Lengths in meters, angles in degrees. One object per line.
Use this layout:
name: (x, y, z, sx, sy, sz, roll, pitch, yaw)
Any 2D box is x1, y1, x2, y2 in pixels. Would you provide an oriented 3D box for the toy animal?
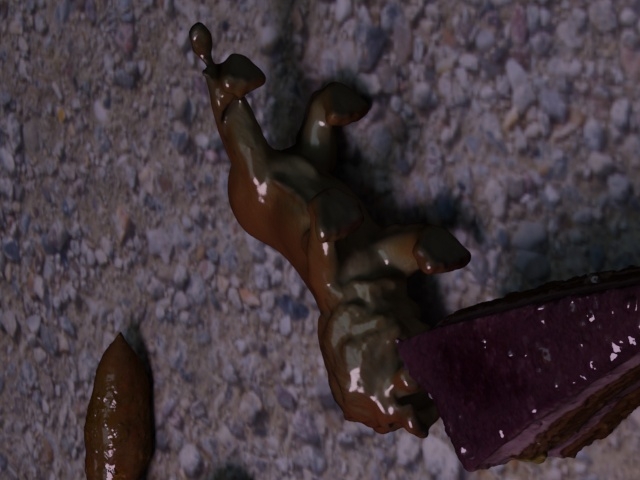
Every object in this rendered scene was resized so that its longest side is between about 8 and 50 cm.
toy animal: (0.000, 0.000, 1.272, 0.312, 0.097, 0.157, 54, 142, 32)

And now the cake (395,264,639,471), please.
cake: (0.170, 0.062, 1.052, 0.295, 0.116, 0.113, -28, 80, 54)

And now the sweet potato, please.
sweet potato: (-0.173, 0.178, 1.554, 0.068, 0.060, 0.206, -124, 42, -85)
